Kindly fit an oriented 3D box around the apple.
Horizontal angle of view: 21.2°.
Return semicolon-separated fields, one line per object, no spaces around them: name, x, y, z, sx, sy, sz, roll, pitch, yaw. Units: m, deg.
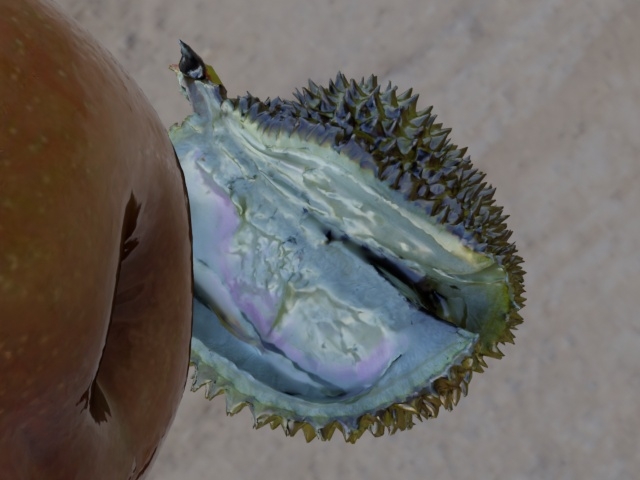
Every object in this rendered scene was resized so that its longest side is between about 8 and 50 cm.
apple;-0.115;0.017;0.455;0.162;0.201;0.201;2;50;22

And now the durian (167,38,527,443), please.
durian;0.000;0.000;0.934;0.193;0.237;0.138;-34;-13;11
